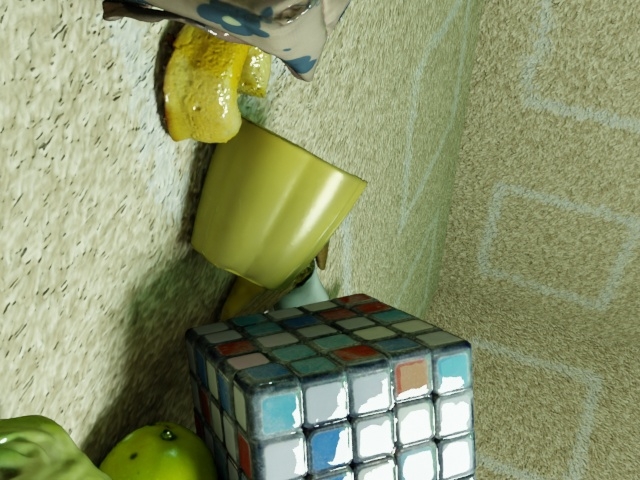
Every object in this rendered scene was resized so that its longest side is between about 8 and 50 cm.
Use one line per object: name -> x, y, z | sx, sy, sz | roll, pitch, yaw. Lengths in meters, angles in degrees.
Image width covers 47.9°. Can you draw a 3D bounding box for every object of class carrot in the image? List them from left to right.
carrot -> 0.000, 0.000, 1.388 | 0.254, 0.049, 0.049 | 85, 27, -61

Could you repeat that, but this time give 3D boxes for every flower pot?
flower pot -> -0.064, -0.041, 0.910 | 0.179, 0.195, 0.195 | -63, 165, 7

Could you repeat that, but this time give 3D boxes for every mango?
mango -> -0.209, 0.345, 0.887 | 0.175, 0.143, 0.293 | -46, 158, -54

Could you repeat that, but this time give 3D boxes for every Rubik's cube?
Rubik's cube -> 0.006, 0.252, 0.932 | 0.287, 0.292, 0.293 | -162, -116, -65

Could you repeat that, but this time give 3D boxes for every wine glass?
wine glass -> -0.036, 0.107, 1.267 | 0.231, 0.103, 0.103 | 75, 35, -56

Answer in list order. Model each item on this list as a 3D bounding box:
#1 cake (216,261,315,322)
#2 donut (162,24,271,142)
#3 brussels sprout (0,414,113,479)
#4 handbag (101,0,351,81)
cake -> -0.109, 0.058, 1.099 | 0.185, 0.116, 0.080 | -39, 153, -3
donut -> -0.105, -0.194, 0.793 | 0.181, 0.078, 0.146 | -56, 159, -49
brussels sprout -> -0.266, 0.245, 0.576 | 0.223, 0.161, 0.223 | -37, 150, -25
handbag -> -0.079, -0.238, 0.552 | 0.193, 0.251, 0.190 | 32, 82, -83
